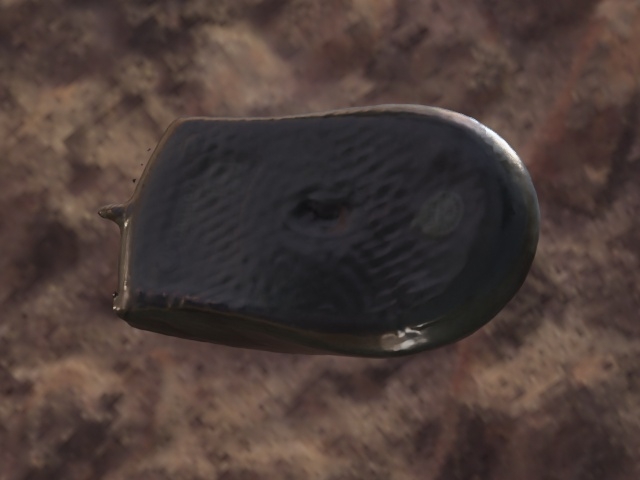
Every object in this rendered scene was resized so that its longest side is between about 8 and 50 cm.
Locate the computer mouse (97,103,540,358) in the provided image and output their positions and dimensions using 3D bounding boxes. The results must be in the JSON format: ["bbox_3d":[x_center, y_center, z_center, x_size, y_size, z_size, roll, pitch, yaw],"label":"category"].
[{"bbox_3d":[0.000,0.000,1.414,0.370,0.122,0.188,5,-110,29],"label":"computer mouse"}]
